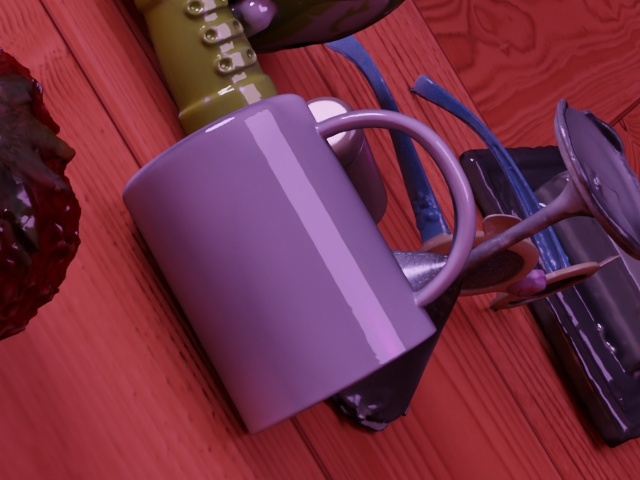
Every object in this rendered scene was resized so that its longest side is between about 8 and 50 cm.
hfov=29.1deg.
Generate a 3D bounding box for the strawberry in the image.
[{"bbox_3d":[-0.143,-0.021,0.414,0.145,0.086,0.145,41,30,-31],"label":"strawberry"}]

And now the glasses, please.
[{"bbox_3d":[0.082,-0.038,0.857,0.189,0.088,0.220,14,31,-52],"label":"glasses"}]

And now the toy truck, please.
[{"bbox_3d":[-0.049,-0.170,0.674,0.187,0.148,0.210,54,54,-16],"label":"toy truck"}]

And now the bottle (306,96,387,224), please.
[{"bbox_3d":[0.010,-0.041,0.688,0.096,0.045,0.045,68,6,-62],"label":"bottle"}]

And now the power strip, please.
[{"bbox_3d":[0.245,0.021,1.007,0.257,0.092,0.251,-9,74,-57],"label":"power strip"}]

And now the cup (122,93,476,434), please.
[{"bbox_3d":[-0.004,0.003,0.575,0.133,0.136,0.099,60,-17,4],"label":"cup"}]

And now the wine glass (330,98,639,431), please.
[{"bbox_3d":[0.080,0.010,0.646,0.122,0.183,0.122,41,31,-32],"label":"wine glass"}]
